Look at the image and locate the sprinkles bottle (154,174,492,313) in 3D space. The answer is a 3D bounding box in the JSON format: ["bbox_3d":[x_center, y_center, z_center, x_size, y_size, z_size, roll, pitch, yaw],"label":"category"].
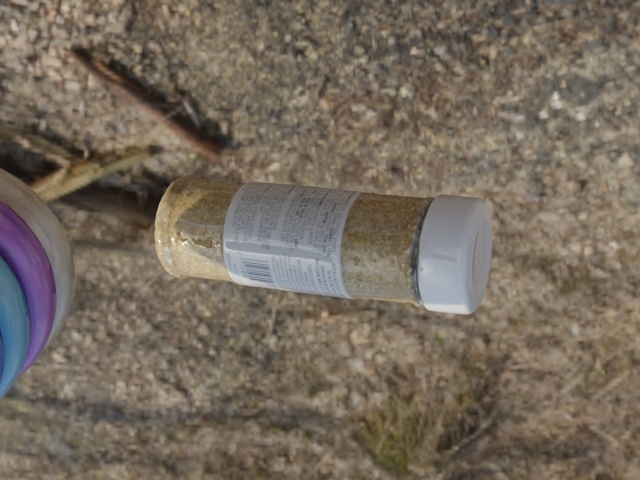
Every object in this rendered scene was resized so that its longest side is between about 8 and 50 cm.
[{"bbox_3d":[0.000,0.000,1.100,0.355,0.121,0.121,6,151,22],"label":"sprinkles bottle"}]

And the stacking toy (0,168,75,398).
[{"bbox_3d":[-0.217,0.067,0.465,0.141,0.330,0.141,0,109,0],"label":"stacking toy"}]
